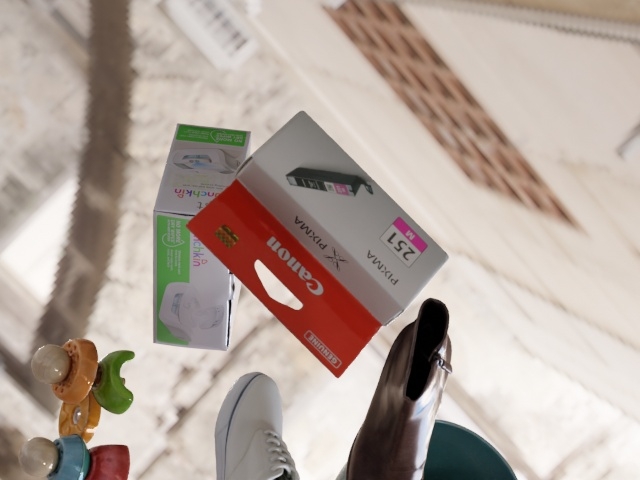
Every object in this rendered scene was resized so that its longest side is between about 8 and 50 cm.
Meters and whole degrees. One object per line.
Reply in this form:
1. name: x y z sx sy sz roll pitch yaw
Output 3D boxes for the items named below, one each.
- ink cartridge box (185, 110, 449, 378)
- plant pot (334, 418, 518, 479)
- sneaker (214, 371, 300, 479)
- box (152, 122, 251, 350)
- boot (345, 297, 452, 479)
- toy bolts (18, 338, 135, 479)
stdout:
1. ink cartridge box: 0.000 0.000 2.140 0.060 0.275 0.239 -43 -178 45
2. plant pot: 0.121 0.410 2.386 0.290 0.290 0.195 -55 -173 -26
3. sneaker: -0.063 0.260 1.896 0.091 0.094 0.258 -19 -129 34
4. box: -0.178 -0.004 2.607 0.126 0.262 0.231 6 -141 2
5. boot: 0.085 0.197 1.879 0.207 0.090 0.248 88 19 -73
6. toy bolts: -0.396 0.280 2.610 0.218 0.158 0.229 -36 -132 44
